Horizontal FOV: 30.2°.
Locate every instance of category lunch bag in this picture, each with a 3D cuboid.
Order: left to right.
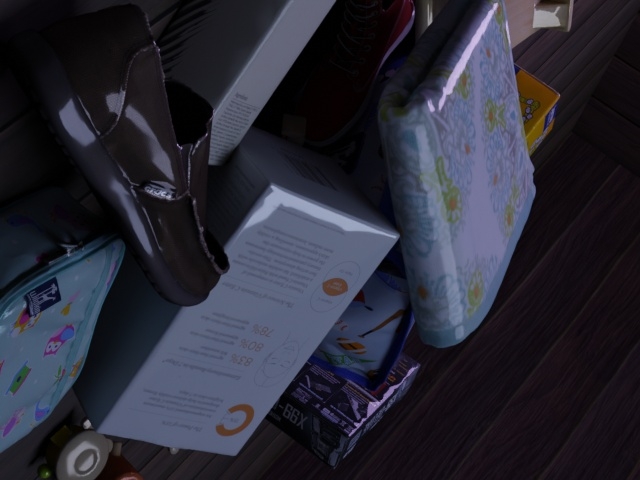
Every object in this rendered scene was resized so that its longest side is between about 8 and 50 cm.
[{"bbox_3d":[-0.299,0.089,1.140,0.224,0.108,0.279,-33,156,-55],"label":"lunch bag"},{"bbox_3d":[0.066,-0.029,1.644,0.385,0.239,0.328,113,-5,-60],"label":"lunch bag"}]

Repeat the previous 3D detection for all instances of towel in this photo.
[{"bbox_3d":[0.170,-0.101,1.460,0.374,0.090,0.320,-58,139,-50],"label":"towel"}]

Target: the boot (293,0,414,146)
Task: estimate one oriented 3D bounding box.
[{"bbox_3d":[0.034,-0.243,1.485,0.244,0.088,0.176,-59,167,-8],"label":"boot"}]

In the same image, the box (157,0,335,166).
[{"bbox_3d":[-0.073,-0.211,1.171,0.275,0.094,0.113,-55,167,7],"label":"box"}]

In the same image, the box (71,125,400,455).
[{"bbox_3d":[-0.114,0.055,1.353,0.215,0.168,0.345,21,112,-44],"label":"box"}]

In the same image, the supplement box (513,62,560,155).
[{"bbox_3d":[0.260,-0.158,2.222,0.356,0.195,0.194,-52,167,-7],"label":"supplement box"}]

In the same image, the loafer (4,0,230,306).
[{"bbox_3d":[-0.138,-0.065,1.041,0.130,0.134,0.366,-32,149,-6],"label":"loafer"}]

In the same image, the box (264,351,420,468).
[{"bbox_3d":[-0.029,0.191,1.893,0.242,0.307,0.076,-37,155,-51],"label":"box"}]

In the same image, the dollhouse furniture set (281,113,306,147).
[{"bbox_3d":[-0.082,-0.107,1.504,0.161,0.101,0.182,-88,-171,-54],"label":"dollhouse furniture set"}]

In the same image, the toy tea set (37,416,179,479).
[{"bbox_3d":[-0.271,0.249,1.728,0.336,0.124,0.200,-43,134,-26],"label":"toy tea set"}]

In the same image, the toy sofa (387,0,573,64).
[{"bbox_3d":[0.253,-0.362,1.850,0.362,0.177,0.150,-38,135,-48],"label":"toy sofa"}]
